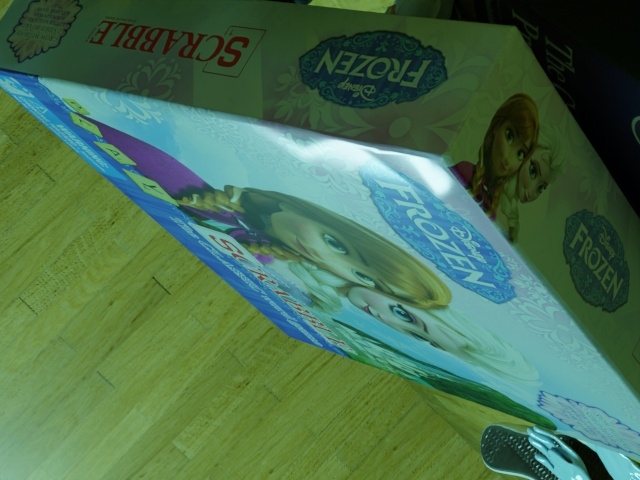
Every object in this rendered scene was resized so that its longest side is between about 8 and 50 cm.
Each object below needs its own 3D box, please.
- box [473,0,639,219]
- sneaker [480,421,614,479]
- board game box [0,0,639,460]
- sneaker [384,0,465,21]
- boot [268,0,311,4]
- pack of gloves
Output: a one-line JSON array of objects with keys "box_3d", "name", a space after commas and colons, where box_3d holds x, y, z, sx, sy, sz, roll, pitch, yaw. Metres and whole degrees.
[{"box_3d": [0.182, -0.050, 0.636, 0.184, 0.103, 0.261, 38, 171, 25], "name": "box"}, {"box_3d": [0.367, 0.319, 1.905, 0.123, 0.106, 0.290, 7, -174, -33], "name": "sneaker"}, {"box_3d": [0.026, -0.007, 0.693, 0.318, 0.066, 0.318, 15, 159, 42], "name": "board game box"}, {"box_3d": [0.077, -0.127, 0.912, 0.083, 0.084, 0.215, 30, 175, 5], "name": "sneaker"}, {"box_3d": [-0.131, -0.319, 0.659, 0.445, 0.146, 0.367, 56, 150, -3], "name": "boot"}, {"box_3d": [0.370, 0.294, 1.733, 0.232, 0.046, 0.195, 47, 156, 28], "name": "pack of gloves"}]
